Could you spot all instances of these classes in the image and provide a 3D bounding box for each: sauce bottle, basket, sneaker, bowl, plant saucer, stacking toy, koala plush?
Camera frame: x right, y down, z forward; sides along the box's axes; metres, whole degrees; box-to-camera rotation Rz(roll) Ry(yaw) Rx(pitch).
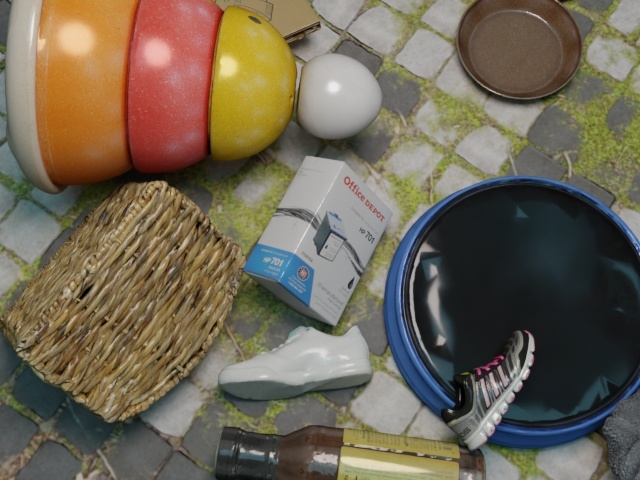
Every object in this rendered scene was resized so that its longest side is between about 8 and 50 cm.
[{"bbox_3d":[0.037,0.300,1.081,0.344,0.111,0.111,9,74,3],"label":"sauce bottle"},{"bbox_3d":[-0.266,0.081,1.153,0.213,0.223,0.299,43,75,-23],"label":"basket"},{"bbox_3d":[0.212,0.181,1.060,0.075,0.063,0.170,32,81,2],"label":"sneaker"},{"bbox_3d":[0.285,0.091,1.161,0.391,0.077,0.391,0,74,0],"label":"bowl"},{"bbox_3d":[-0.039,0.163,1.147,0.212,0.080,0.094,-5,62,-9],"label":"sneaker"},{"bbox_3d":[0.311,-0.306,1.300,0.199,0.036,0.198,0,74,0],"label":"plant saucer"},{"bbox_3d":[-0.154,-0.218,1.130,0.480,0.350,0.350,5,73,-5],"label":"stacking toy"},{"bbox_3d":[0.491,0.297,1.052,0.221,0.203,0.196,42,75,-34],"label":"koala plush"}]

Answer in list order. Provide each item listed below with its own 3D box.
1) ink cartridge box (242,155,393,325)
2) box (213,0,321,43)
[{"bbox_3d":[0.000,0.000,1.147,0.082,0.139,0.190,15,70,45],"label":"ink cartridge box"},{"bbox_3d":[-0.113,-0.366,1.291,0.164,0.021,0.201,-26,59,-4],"label":"box"}]
